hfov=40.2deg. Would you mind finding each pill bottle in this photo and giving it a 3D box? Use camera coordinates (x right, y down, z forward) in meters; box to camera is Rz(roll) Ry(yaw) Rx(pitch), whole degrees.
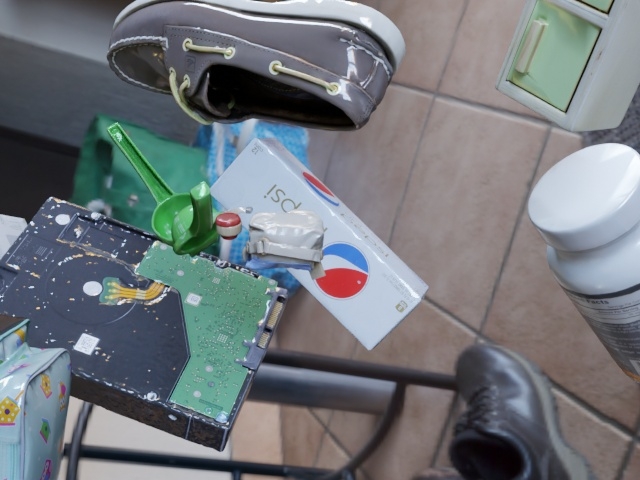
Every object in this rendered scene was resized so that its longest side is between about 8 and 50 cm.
[{"bbox_3d":[0.359,0.032,0.994,0.162,0.278,0.162,-30,30,20],"label":"pill bottle"}]

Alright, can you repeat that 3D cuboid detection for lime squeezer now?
[{"bbox_3d":[-0.123,-0.036,0.784,0.310,0.059,0.109,-147,43,-62],"label":"lime squeezer"}]

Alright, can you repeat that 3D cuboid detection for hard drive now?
[{"bbox_3d":[-0.231,0.094,1.067,0.064,0.339,0.236,107,-177,-46],"label":"hard drive"}]

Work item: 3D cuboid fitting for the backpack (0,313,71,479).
[{"bbox_3d":[-0.265,0.155,0.641,0.166,0.145,0.188,-113,38,-82],"label":"backpack"}]

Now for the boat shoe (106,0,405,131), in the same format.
[{"bbox_3d":[-0.083,-0.161,0.822,0.325,0.116,0.096,10,64,28],"label":"boat shoe"}]

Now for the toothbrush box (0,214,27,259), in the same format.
[{"bbox_3d":[-0.611,0.074,1.385,0.283,0.206,0.122,-30,79,9],"label":"toothbrush box"}]

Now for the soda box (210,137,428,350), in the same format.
[{"bbox_3d":[0.000,0.000,0.832,0.074,0.216,0.069,-47,-6,14],"label":"soda box"}]

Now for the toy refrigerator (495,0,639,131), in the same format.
[{"bbox_3d":[0.263,-0.242,0.796,0.102,0.094,0.269,42,128,36],"label":"toy refrigerator"}]

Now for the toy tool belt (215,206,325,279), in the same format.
[{"bbox_3d":[-0.037,0.007,0.662,0.052,0.083,0.051,-80,-8,-63],"label":"toy tool belt"}]
